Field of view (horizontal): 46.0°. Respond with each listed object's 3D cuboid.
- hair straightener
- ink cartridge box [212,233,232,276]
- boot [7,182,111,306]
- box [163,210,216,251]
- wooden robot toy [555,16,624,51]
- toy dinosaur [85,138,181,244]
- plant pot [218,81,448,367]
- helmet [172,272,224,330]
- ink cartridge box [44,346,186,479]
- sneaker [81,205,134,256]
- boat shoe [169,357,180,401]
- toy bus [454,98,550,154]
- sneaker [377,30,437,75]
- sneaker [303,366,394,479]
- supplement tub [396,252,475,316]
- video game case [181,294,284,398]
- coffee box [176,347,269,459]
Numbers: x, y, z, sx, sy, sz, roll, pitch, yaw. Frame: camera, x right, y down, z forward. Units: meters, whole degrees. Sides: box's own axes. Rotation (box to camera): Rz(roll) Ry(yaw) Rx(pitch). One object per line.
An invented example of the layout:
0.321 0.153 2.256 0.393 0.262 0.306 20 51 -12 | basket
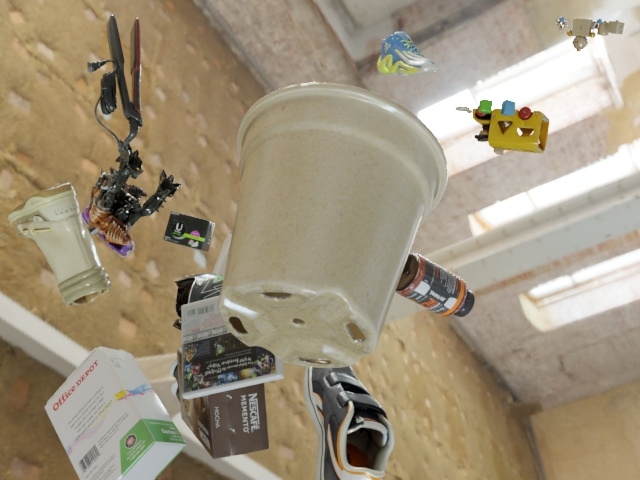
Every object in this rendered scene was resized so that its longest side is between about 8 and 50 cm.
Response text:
-0.330 -0.253 1.197 0.089 0.047 0.231 3 -106 -27 | hair straightener
-0.286 0.126 2.231 0.385 0.091 0.308 136 154 -76 | ink cartridge box
-0.460 0.021 1.339 0.095 0.262 0.204 -26 -85 -35 | boot
-0.261 -0.017 1.511 0.052 0.083 0.062 34 -110 -81 | box
0.646 -0.497 1.833 0.076 0.173 0.079 -10 -69 -51 | wooden robot toy
-0.432 -0.077 1.664 0.164 0.218 0.322 33 -165 -53 | toy dinosaur
0.000 0.000 1.088 0.334 0.333 0.306 49 -138 -39 | plant pot
-0.267 0.154 1.788 0.169 0.161 0.170 -1 -88 -47 | helmet
-0.451 0.402 1.646 0.278 0.201 0.117 48 -170 32 | ink cartridge box
-0.542 -0.030 1.923 0.170 0.068 0.071 41 175 7 | sneaker
-0.335 0.363 2.014 0.091 0.114 0.303 39 154 13 | boat shoe
0.422 -0.250 1.733 0.202 0.190 0.105 -171 89 -75 | toy bus
0.248 -0.552 2.222 0.091 0.240 0.126 -15 -70 -34 | sneaker
0.056 0.309 1.321 0.126 0.127 0.321 21 -142 -27 | sneaker
0.270 0.113 1.773 0.197 0.106 0.106 27 -141 -25 | supplement tub
-0.156 0.174 1.312 0.022 0.190 0.173 47 -147 -56 | video game case
-0.214 0.330 1.600 0.297 0.118 0.168 -170 76 -67 | coffee box
